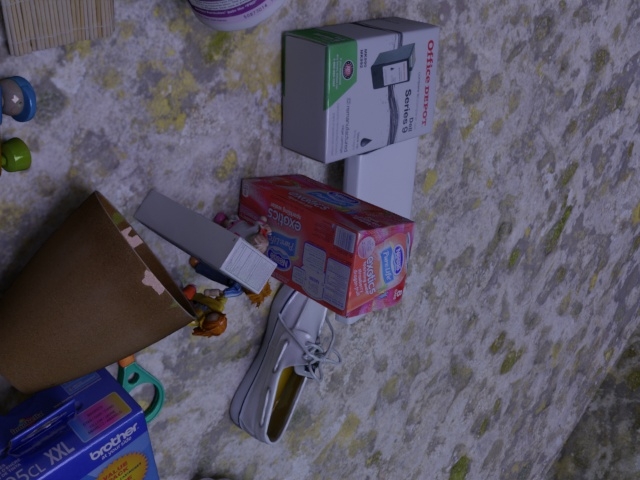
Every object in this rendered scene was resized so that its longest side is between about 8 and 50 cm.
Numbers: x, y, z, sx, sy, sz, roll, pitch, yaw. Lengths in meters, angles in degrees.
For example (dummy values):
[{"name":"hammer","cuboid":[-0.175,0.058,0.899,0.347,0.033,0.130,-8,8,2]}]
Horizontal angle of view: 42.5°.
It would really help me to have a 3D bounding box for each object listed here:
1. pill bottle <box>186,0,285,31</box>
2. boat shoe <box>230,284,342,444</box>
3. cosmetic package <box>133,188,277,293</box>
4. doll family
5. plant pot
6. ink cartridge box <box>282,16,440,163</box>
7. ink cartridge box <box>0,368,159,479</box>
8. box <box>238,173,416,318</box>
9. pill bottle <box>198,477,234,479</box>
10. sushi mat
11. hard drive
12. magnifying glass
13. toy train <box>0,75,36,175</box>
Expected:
[{"name":"pill bottle","cuboid":[-0.155,-0.436,1.099,0.169,0.169,0.301,-54,153,-11]},{"name":"boat shoe","cuboid":[-0.040,0.227,1.589,0.135,0.156,0.367,28,88,-48]},{"name":"cosmetic package","cuboid":[-0.183,0.000,1.274,0.060,0.239,0.099,-56,137,-8]},{"name":"doll family","cuboid":[-0.170,0.075,1.379,0.263,0.163,0.118,-43,134,-22]},{"name":"plant pot","cuboid":[-0.352,0.096,1.188,0.254,0.237,0.237,-37,133,-6]},{"name":"ink cartridge box","cuboid":[0.077,-0.280,1.489,0.289,0.121,0.211,-21,123,-38]},{"name":"ink cartridge box","cuboid":[-0.397,0.369,1.255,0.270,0.151,0.396,-33,139,-30]},{"name":"box","cuboid":[0.000,0.000,1.412,0.142,0.300,0.154,-9,114,-42]},{"name":"pill bottle","cuboid":[-0.176,0.537,1.637,0.108,0.108,0.193,-56,137,-9]},{"name":"sushi mat","cuboid":[-0.322,-0.354,0.999,0.151,0.019,0.317,-22,155,-24]},{"name":"hard drive","cuboid":[0.115,-0.032,1.669,0.233,0.047,0.353,-28,128,-51]},{"name":"magnifying glass","cuboid":[-0.323,0.226,1.402,0.092,0.026,0.231,-32,128,-31]},{"name":"toy train","cuboid":[-0.446,-0.093,1.086,0.143,0.105,0.248,-31,136,-53]}]
